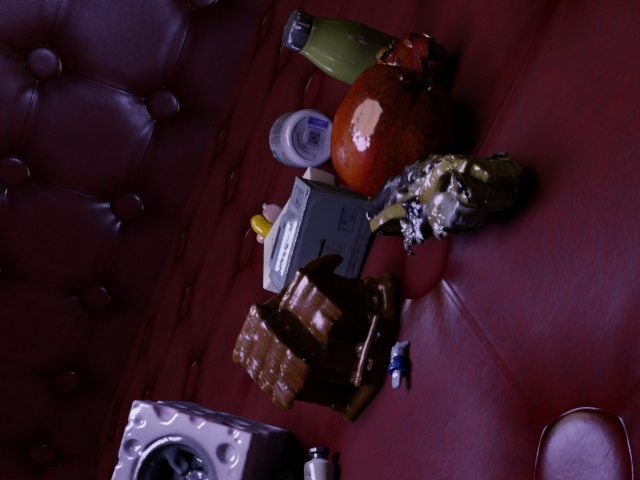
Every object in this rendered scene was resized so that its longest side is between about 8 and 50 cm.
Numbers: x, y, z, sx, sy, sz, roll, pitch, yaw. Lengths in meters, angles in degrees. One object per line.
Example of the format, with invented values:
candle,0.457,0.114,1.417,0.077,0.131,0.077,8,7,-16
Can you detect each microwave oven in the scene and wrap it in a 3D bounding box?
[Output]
microwave oven,0.000,0.000,1.451,0.122,0.162,0.208,-134,59,-69

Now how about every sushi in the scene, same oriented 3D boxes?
sushi,0.181,-0.058,1.089,0.291,0.139,0.131,148,116,-63

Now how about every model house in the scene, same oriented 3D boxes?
model house,-0.012,0.152,1.262,0.199,0.229,0.219,118,158,-43

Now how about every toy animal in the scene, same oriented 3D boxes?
toy animal,-0.136,-0.036,1.972,0.082,0.091,0.114,112,165,-59

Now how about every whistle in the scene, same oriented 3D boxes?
whistle,0.119,0.188,1.163,0.033,0.029,0.083,-34,33,38

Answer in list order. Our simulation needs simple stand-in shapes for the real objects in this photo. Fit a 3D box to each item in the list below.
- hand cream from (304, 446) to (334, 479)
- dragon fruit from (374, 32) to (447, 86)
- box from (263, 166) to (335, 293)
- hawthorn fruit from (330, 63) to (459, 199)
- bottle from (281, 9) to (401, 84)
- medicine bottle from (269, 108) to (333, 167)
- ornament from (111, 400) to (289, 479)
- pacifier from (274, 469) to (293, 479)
hand cream,-0.003,0.459,1.251,0.080,0.050,0.233,-38,45,53
dragon fruit,0.135,-0.248,1.353,0.125,0.126,0.246,-117,40,-59
box,-0.048,-0.017,1.731,0.256,0.069,0.164,-56,25,39
hawthorn fruit,0.108,-0.154,1.243,0.205,0.205,0.253,-96,23,-48
bottle,0.058,-0.349,1.429,0.112,0.260,0.112,-163,90,-71
medicine bottle,-0.050,-0.240,1.823,0.215,0.135,0.135,-163,90,-71
ornament,-0.225,0.445,1.435,0.240,0.240,0.239,42,-119,-71
pacifier,-0.083,0.464,1.421,0.068,0.064,0.083,-29,44,39
